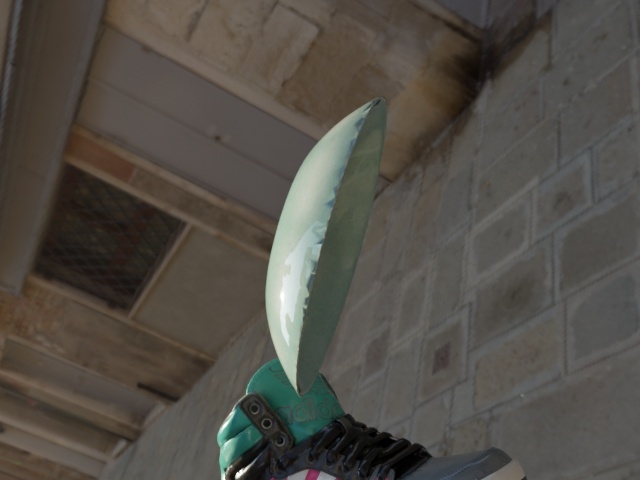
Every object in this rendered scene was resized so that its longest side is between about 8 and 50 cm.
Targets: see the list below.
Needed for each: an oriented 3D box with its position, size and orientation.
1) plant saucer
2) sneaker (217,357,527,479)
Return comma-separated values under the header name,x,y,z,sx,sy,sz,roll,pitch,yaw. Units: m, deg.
name,x,y,z,sx,sy,sz,roll,pitch,yaw
plant saucer,0.000,0.000,0.457,0.195,0.037,0.195,15,-90,-82
sneaker,0.018,0.177,0.622,0.295,0.123,0.179,-27,74,29
